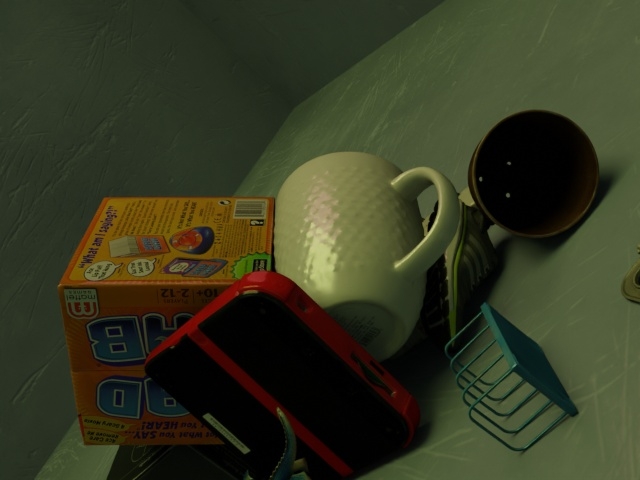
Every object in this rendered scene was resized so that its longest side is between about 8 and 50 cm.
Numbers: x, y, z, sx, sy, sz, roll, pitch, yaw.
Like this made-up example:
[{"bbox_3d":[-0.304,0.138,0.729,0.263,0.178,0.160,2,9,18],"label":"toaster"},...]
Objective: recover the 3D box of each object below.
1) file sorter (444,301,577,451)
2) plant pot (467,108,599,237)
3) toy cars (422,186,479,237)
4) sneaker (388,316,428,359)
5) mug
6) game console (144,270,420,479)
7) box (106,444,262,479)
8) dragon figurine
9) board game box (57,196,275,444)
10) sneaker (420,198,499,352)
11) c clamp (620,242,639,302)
[{"bbox_3d":[0.258,0.193,1.076,0.104,0.118,0.170,-48,17,16],"label":"file sorter"},{"bbox_3d":[0.355,-0.117,1.388,0.215,0.215,0.230,-49,4,0],"label":"plant pot"},{"bbox_3d":[0.204,0.056,1.552,0.393,0.087,0.176,-51,21,-19],"label":"toy cars"},{"bbox_3d":[0.177,0.164,1.422,0.161,0.057,0.075,-45,12,3],"label":"sneaker"},{"bbox_3d":[0.087,0.019,1.332,0.374,0.276,0.328,-39,32,27],"label":"mug"},{"bbox_3d":[-0.064,0.252,1.270,0.342,0.386,0.060,-38,13,34],"label":"game console"},{"bbox_3d":[-0.282,0.438,1.694,0.293,0.212,0.395,-41,18,22],"label":"box"},{"bbox_3d":[-0.079,0.425,1.256,0.144,0.289,0.085,-16,27,-8],"label":"dragon figurine"},{"bbox_3d":[-0.267,0.146,1.497,0.356,0.357,0.356,-93,4,-62],"label":"board game box"},{"bbox_3d":[0.259,0.058,1.368,0.111,0.121,0.299,132,151,-63],"label":"sneaker"},{"bbox_3d":[0.476,0.032,1.043,0.137,0.022,0.161,-49,17,0],"label":"c clamp"}]
